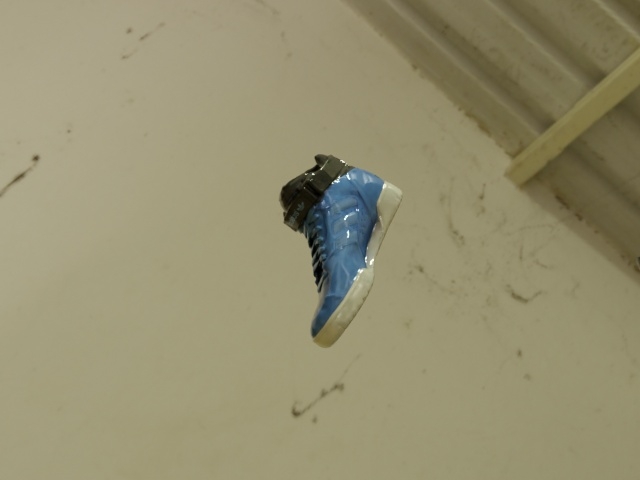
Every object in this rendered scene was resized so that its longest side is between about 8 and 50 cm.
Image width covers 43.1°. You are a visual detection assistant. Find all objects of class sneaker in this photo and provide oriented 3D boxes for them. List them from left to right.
[{"bbox_3d":[0.000,0.000,0.580,0.084,0.152,0.058,28,-35,-7],"label":"sneaker"}]

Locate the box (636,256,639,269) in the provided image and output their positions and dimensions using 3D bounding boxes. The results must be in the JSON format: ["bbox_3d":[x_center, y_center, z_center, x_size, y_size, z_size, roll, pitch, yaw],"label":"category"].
[{"bbox_3d":[0.264,0.088,0.351,0.163,0.247,0.142,-22,-70,16],"label":"box"}]
